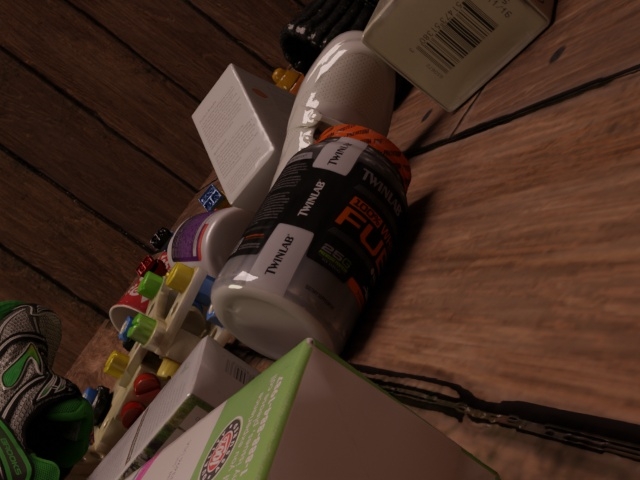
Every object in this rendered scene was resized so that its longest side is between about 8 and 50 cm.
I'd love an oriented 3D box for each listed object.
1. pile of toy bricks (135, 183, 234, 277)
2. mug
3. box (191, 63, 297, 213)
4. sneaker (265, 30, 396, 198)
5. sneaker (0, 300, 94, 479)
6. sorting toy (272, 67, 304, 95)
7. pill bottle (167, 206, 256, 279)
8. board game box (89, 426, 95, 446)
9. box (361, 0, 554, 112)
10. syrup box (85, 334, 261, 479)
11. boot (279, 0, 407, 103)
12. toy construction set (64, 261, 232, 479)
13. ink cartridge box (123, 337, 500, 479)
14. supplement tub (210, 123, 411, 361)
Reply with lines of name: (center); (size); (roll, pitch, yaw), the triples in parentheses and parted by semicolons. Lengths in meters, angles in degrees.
pile of toy bricks: (-0.170, 0.018, 1.332); (0.212, 0.105, 0.118); (-49, 53, 9)
mug: (-0.227, 0.089, 1.414); (0.113, 0.150, 0.169); (86, -152, -47)
box: (-0.062, -0.112, 1.077); (0.091, 0.130, 0.170); (-48, 46, 24)
sneaker: (0.001, -0.052, 0.871); (0.169, 0.108, 0.292); (-91, 22, -66)
sneaker: (-0.279, 0.167, 0.830); (0.343, 0.146, 0.134); (-107, 12, -62)
sorting toy: (0.012, -0.262, 1.384); (0.127, 0.126, 0.365); (-57, 12, -17)
pill bottle: (-0.129, 0.015, 1.125); (0.108, 0.108, 0.193); (-57, 22, -17)
board game box: (-0.346, 0.262, 1.231); (0.035, 0.136, 0.201); (-58, 14, -18)
box: (0.162, -0.289, 0.919); (0.148, 0.121, 0.311); (-42, 17, 42)
syrup box: (-0.127, 0.202, 0.699); (0.237, 0.093, 0.096); (-50, 13, 16)
boot: (0.015, -0.346, 1.177); (0.260, 0.348, 0.131); (-53, -22, -10)
toy construction set: (-0.205, 0.168, 0.987); (0.327, 0.151, 0.215); (-47, 18, -3)
ink cartridge box: (-0.085, 0.224, 0.426); (0.353, 0.119, 0.207); (-41, 18, 41)
supplement tub: (0.000, 0.000, 0.733); (0.117, 0.117, 0.190); (-34, 23, 56)
